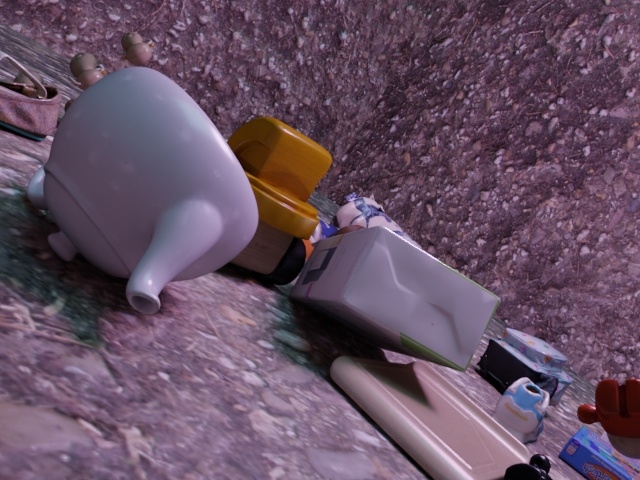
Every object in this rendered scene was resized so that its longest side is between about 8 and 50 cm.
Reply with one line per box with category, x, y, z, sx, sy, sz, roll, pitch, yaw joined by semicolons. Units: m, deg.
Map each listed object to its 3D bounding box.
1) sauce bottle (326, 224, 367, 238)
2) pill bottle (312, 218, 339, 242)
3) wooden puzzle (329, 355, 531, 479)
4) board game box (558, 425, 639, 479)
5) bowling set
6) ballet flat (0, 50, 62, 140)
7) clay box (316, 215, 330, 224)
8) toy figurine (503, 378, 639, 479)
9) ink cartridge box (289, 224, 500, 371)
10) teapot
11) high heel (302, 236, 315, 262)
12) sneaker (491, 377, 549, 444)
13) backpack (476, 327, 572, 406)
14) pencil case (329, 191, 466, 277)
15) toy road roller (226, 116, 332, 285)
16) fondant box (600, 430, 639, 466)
sauce bottle;0.066;0.025;1.251;0.111;0.111;0.344;32;-7;-5
pill bottle;0.000;0.000;1.482;0.094;0.094;0.169;38;9;36
wooden puzzle;0.144;0.234;0.780;0.221;0.044;0.238;38;14;35
board game box;0.541;0.425;1.123;0.160;0.047;0.210;36;9;30
bowling set;-0.434;-0.273;1.191;0.154;0.287;0.200;51;-14;51
ballet flat;-0.508;-0.237;0.871;0.107;0.106;0.316;35;8;18
clay box;-0.013;-0.044;1.877;0.222;0.053;0.127;26;10;-35
toy figurine;0.314;0.270;0.594;0.209;0.213;0.148;44;-3;46
ink cartridge box;0.084;0.088;0.938;0.207;0.119;0.353;31;-11;-12
teapot;-0.206;-0.047;0.644;0.253;0.187;0.256;51;-19;1
high heel;-0.116;-0.024;1.307;0.244;0.082;0.117;28;-8;-32
sneaker;0.368;0.298;1.069;0.087;0.092;0.228;34;6;24
backpack;0.476;0.293;1.369;0.188;0.144;0.166;31;1;-36
pencil case;0.200;0.039;1.635;0.410;0.183;0.160;44;0;32
toy road roller;-0.127;-0.097;1.016;0.202;0.241;0.329;25;10;-45
fondant box;0.772;0.508;1.365;0.238;0.096;0.330;37;8;33
